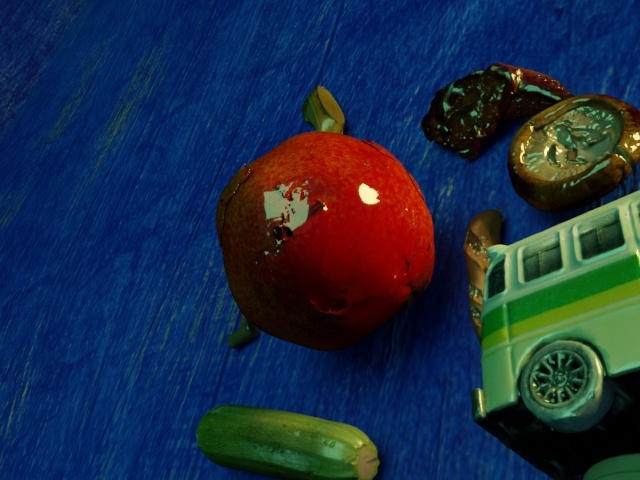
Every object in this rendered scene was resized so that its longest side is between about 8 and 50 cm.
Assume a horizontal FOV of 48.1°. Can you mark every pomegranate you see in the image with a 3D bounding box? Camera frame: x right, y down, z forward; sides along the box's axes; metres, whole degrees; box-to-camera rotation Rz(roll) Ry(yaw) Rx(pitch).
[{"bbox_3d":[0.000,0.000,0.690,0.210,0.210,0.235,-56,9,-8],"label":"pomegranate"}]

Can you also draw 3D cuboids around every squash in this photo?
[{"bbox_3d":[-0.041,0.192,0.678,0.229,0.066,0.066,-6,54,45],"label":"squash"}]

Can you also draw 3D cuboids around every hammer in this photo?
[{"bbox_3d":[-0.093,0.084,0.886,0.035,0.019,0.110,-33,32,24],"label":"hammer"}]

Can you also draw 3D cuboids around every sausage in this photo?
[{"bbox_3d":[0.150,0.032,0.634,0.036,0.042,0.158,108,171,-48],"label":"sausage"}]

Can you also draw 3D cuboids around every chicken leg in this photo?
[{"bbox_3d":[0.188,-0.137,0.737,0.205,0.053,0.093,-17,69,49],"label":"chicken leg"}]

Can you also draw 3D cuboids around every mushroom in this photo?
[{"bbox_3d":[0.226,-0.076,0.630,0.123,0.052,0.123,-22,46,25],"label":"mushroom"}]

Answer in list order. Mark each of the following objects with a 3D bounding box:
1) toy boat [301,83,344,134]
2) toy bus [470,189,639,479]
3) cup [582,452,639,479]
[{"bbox_3d":[0.002,-0.165,0.983,0.049,0.047,0.149,-52,28,23],"label":"toy boat"},{"bbox_3d":[0.237,0.039,0.434,0.276,0.133,0.165,-27,41,31],"label":"toy bus"},{"bbox_3d":[0.177,0.195,0.382,0.120,0.120,0.141,-25,32,33],"label":"cup"}]
